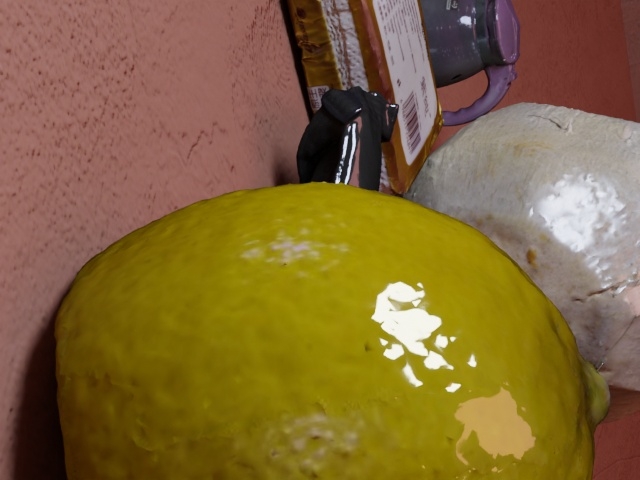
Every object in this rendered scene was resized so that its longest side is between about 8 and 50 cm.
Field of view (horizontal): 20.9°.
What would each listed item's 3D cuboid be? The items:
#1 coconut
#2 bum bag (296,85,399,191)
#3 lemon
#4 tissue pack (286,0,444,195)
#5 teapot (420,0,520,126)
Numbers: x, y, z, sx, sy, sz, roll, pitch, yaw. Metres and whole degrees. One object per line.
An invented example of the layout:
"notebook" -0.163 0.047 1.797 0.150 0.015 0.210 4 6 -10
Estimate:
"coconut" 0.250 0.024 1.812 0.360 0.346 0.346 -36 119 -58
"bum bag" 0.000 0.000 1.491 0.142 0.080 0.326 71 30 -62
"lemon" 0.017 0.124 1.143 0.364 0.364 0.364 -5 90 -70
"tissue pack" 0.048 -0.176 1.667 0.183 0.092 0.226 -62 141 -57
"teapot" 0.139 -0.205 1.843 0.116 0.146 0.148 36 52 -65
